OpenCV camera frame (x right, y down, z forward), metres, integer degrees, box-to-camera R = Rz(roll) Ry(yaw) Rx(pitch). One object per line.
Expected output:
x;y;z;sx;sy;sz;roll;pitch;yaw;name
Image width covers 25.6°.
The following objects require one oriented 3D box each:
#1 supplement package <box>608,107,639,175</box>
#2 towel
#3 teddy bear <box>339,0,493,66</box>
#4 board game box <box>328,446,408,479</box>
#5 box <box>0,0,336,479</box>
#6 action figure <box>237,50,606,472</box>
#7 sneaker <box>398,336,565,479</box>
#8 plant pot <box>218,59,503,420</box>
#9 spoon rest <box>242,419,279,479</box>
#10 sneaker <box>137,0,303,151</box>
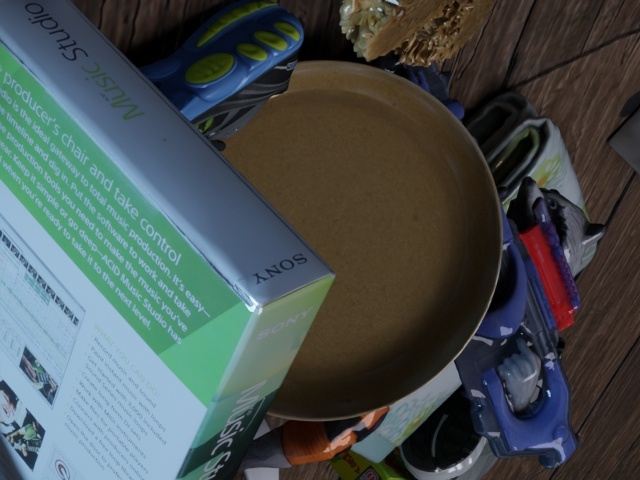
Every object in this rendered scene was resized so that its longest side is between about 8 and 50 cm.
0.421;-0.087;1.450;0.139;0.134;0.244;-48;155;15;supplement package
0.108;0.050;1.277;0.320;0.090;0.374;-40;156;1;towel
0.103;-0.218;0.818;0.338;0.113;0.245;-36;164;-29;teddy bear
0.065;0.240;1.533;0.043;0.092;0.181;-45;156;10;board game box
-0.134;0.052;0.741;0.058;0.232;0.322;-26;153;-40;box
0.044;0.013;1.026;0.330;0.341;0.178;-16;-168;-13;action figure
0.172;0.181;1.522;0.271;0.100;0.108;-42;144;-36;sneaker
0.000;0.000;0.918;0.236;0.236;0.032;-42;-167;3;plant pot
-0.115;0.283;1.350;0.137;0.084;0.276;-13;143;-46;spoon rest
-0.085;-0.069;0.809;0.188;0.067;0.078;-33;149;-25;sneaker
